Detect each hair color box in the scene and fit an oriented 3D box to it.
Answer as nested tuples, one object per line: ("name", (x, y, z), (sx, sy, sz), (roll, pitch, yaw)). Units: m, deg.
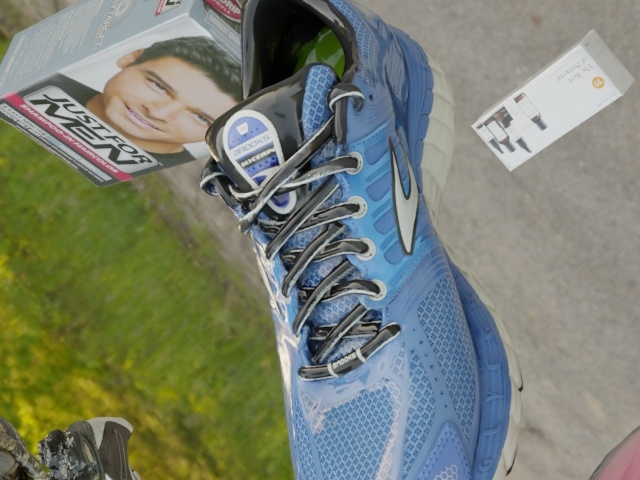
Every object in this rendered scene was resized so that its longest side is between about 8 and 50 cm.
("hair color box", (-0.185, -0.180, 1.164), (0.374, 0.114, 0.185), (-12, 142, 42))

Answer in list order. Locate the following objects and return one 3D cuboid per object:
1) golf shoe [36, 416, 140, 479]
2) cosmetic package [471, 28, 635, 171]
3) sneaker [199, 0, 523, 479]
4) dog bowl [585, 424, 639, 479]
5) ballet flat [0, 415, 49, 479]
("golf shoe", (-0.192, 0.254, 0.952), (0.077, 0.094, 0.198), (10, 107, 36))
("cosmetic package", (0.343, -0.204, 1.586), (0.099, 0.060, 0.239), (47, 138, -5))
("sneaker", (0.000, 0.000, 0.523), (0.147, 0.129, 0.330), (33, -141, -44))
("dog bowl", (0.263, 0.214, 0.429), (0.408, 0.408, 0.150), (37, 137, 29))
("ballet flat", (-0.280, 0.153, 0.616), (0.182, 0.164, 0.483), (26, 177, 10))
